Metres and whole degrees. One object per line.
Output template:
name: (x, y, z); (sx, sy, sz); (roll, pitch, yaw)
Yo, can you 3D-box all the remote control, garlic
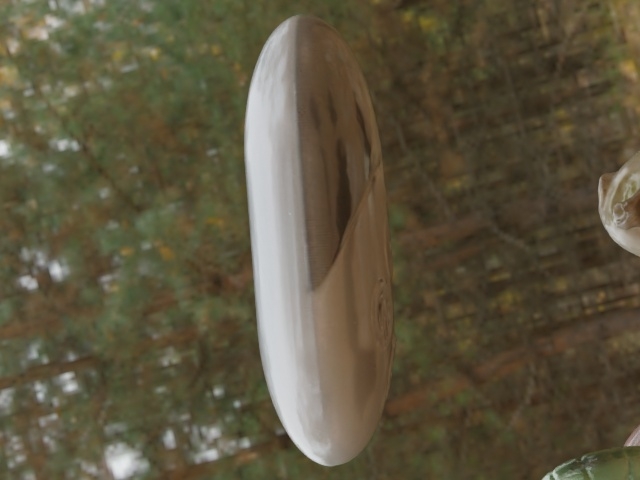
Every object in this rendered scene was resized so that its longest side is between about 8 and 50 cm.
remote control: (0.000, 0.000, 1.003); (0.221, 0.104, 0.332); (-40, -55, -85)
garlic: (0.264, -0.036, 0.959); (0.087, 0.196, 0.101); (35, 142, 44)

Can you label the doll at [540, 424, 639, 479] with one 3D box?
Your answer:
doll: (0.314, 0.179, 1.079); (0.268, 0.284, 0.216); (49, -162, -48)
